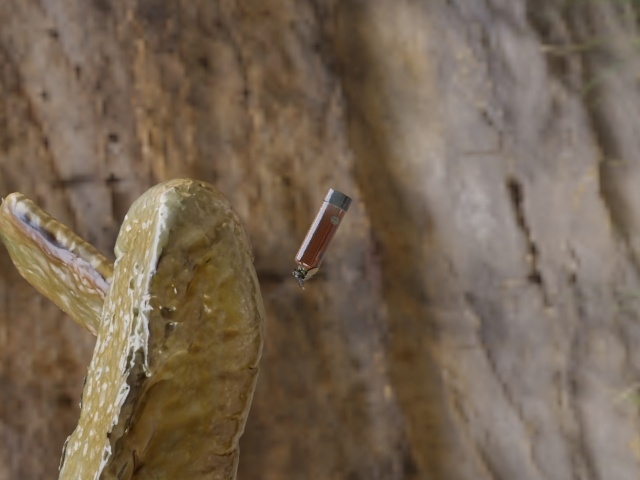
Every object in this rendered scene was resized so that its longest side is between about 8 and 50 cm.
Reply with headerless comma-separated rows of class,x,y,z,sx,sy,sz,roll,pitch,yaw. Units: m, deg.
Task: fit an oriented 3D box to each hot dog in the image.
hot dog,-0.074,0.093,0.719,0.084,0.073,0.243,-170,95,-74

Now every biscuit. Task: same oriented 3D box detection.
biscuit,-0.179,0.045,1.278,0.247,0.029,0.118,35,153,28

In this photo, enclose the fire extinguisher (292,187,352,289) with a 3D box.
fire extinguisher,0.000,0.000,1.275,0.028,0.022,0.083,30,-95,-53
